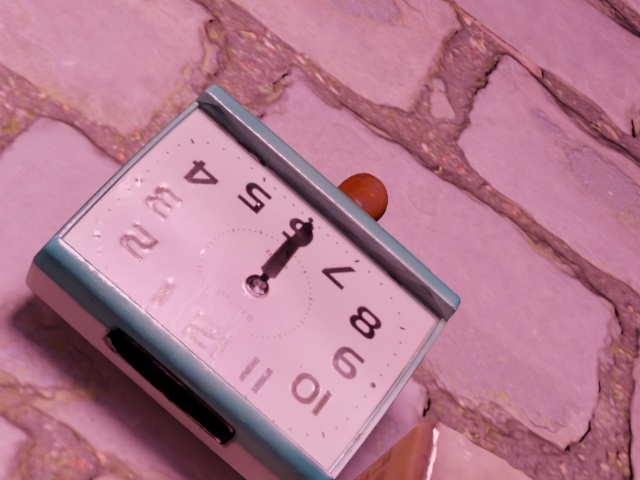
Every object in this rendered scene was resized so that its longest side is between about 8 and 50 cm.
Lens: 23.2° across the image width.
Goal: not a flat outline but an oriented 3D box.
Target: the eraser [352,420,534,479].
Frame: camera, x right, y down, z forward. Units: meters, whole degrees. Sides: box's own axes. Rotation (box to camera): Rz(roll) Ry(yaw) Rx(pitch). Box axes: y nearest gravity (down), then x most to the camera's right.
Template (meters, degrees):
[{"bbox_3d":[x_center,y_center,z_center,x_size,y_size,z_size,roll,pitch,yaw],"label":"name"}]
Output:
[{"bbox_3d":[0.009,0.235,0.844,0.144,0.343,0.078,33,39,-14],"label":"eraser"}]

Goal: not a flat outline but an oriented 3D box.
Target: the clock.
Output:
[{"bbox_3d":[-0.059,0.048,1.165,0.262,0.116,0.231,40,49,-1],"label":"clock"}]

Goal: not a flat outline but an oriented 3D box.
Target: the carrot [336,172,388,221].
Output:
[{"bbox_3d":[0.000,0.000,1.333,0.048,0.048,0.216,43,41,2],"label":"carrot"}]
